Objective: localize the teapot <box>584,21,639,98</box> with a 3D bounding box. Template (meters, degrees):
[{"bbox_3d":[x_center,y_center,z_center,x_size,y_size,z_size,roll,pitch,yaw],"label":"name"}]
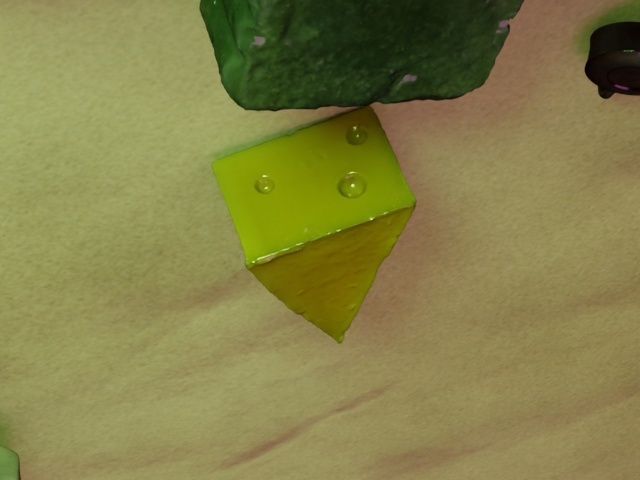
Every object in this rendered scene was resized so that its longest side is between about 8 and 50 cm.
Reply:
[{"bbox_3d":[0.224,-0.133,1.308,0.068,0.045,0.100,16,158,-12],"label":"teapot"}]

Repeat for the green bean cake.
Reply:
[{"bbox_3d":[0.035,-0.169,1.089,0.183,0.094,0.185,-4,146,-24],"label":"green bean cake"}]

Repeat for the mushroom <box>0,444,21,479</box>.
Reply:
[{"bbox_3d":[-0.330,0.200,1.475,0.247,0.096,0.108,13,137,-36],"label":"mushroom"}]

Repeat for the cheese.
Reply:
[{"bbox_3d":[0.000,0.000,1.343,0.126,0.093,0.171,-20,150,-5],"label":"cheese"}]
